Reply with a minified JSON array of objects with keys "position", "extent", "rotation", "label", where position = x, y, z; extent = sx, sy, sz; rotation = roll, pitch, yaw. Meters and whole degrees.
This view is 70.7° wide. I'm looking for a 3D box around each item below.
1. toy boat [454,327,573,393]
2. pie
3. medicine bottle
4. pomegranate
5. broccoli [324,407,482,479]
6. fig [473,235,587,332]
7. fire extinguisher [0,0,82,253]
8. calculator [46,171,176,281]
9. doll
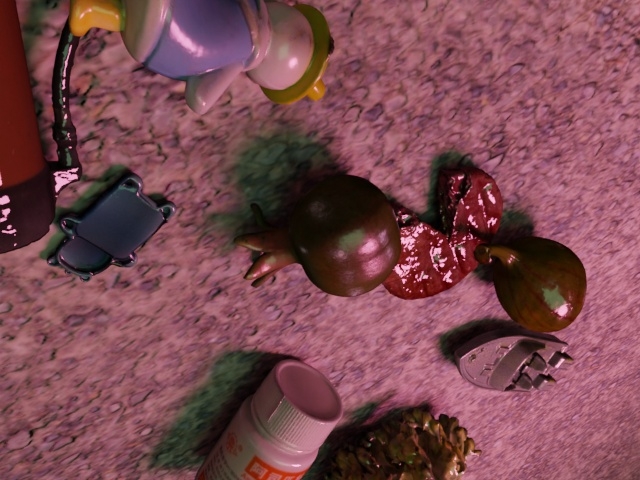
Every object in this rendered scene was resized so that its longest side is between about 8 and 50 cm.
[{"position":[0.381,0.245,0.909],"extent":[0.319,0.092,0.141],"rotation":[15,112,-32],"label":"toy boat"},{"position":[0.170,-0.005,0.667],"extent":[0.218,0.054,0.205],"rotation":[-23,128,-14],"label":"pie"},{"position":[-0.082,0.317,0.701],"extent":[0.144,0.144,0.252],"rotation":[22,107,-35],"label":"medicine bottle"},{"position":[0.000,0.000,0.549],"extent":[0.190,0.131,0.152],"rotation":[-14,135,11],"label":"pomegranate"},{"position":[0.161,0.491,0.895],"extent":[0.334,0.272,0.324],"rotation":[10,77,-24],"label":"broccoli"},{"position":[0.308,0.048,0.719],"extent":[0.259,0.151,0.151],"rotation":[25,108,-25],"label":"fig"},{"position":[-0.255,-0.183,0.325],"extent":[0.200,0.113,0.376],"rotation":[-46,150,-52],"label":"fire extinguisher"},{"position":[-0.228,-0.009,0.490],"extent":[0.141,0.019,0.094],"rotation":[-41,129,6],"label":"calculator"},{"position":[-0.077,-0.178,0.383],"extent":[0.241,0.135,0.098],"rotation":[3,147,-46],"label":"doll"}]
